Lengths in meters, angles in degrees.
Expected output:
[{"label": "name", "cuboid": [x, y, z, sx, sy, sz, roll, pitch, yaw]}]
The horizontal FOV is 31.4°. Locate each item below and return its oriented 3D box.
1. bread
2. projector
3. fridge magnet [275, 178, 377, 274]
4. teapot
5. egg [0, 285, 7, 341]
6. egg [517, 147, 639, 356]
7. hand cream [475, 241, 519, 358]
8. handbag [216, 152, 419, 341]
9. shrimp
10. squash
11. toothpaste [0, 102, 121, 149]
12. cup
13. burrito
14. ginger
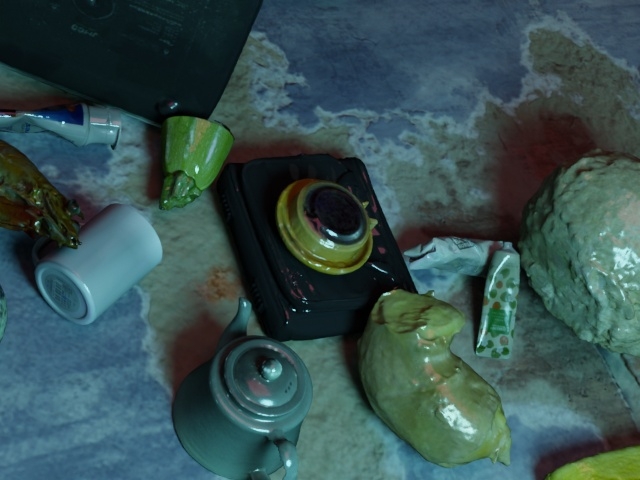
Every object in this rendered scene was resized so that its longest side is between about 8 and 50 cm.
[{"label": "bread", "cuboid": [0.410, 0.320, 1.512, 0.246, 0.102, 0.094, -7, 58, -30]}, {"label": "projector", "cuboid": [-0.263, -0.382, 1.495, 0.395, 0.405, 0.242, 22, 51, -9]}, {"label": "fridge magnet", "cuboid": [0.008, -0.022, 1.482, 0.143, 0.063, 0.143, 18, 52, -23]}, {"label": "teapot", "cuboid": [-0.074, 0.189, 1.348, 0.162, 0.149, 0.239, 0, 57, -26]}, {"label": "egg", "cuboid": [-0.426, 0.097, 1.261, 0.132, 0.132, 0.172, 36, 62, 3]}, {"label": "egg", "cuboid": [0.426, 0.016, 1.626, 0.279, 0.279, 0.310, -41, 98, -39]}, {"label": "hand cream", "cuboid": [0.254, 0.084, 1.610, 0.057, 0.037, 0.165, 9, 86, -19]}, {"label": "handbag", "cuboid": [0.000, 0.000, 1.562, 0.244, 0.088, 0.275, -4, 58, -32]}, {"label": "shrimp", "cuboid": [-0.394, -0.057, 1.385, 0.294, 0.062, 0.154, 26, 40, 29]}, {"label": "squash", "cuboid": [-0.178, -0.091, 1.547, 0.105, 0.105, 0.132, 16, 67, -14]}, {"label": "toothpaste", "cuboid": [-0.396, -0.156, 1.488, 0.266, 0.096, 0.061, 2, 97, -24]}, {"label": "cup", "cuboid": [-0.284, 0.030, 1.412, 0.133, 0.136, 0.099, -46, 117, -39]}, {"label": "burrito", "cuboid": [0.211, 0.024, 1.639, 0.203, 0.064, 0.064, 7, 54, -36]}, {"label": "ginger", "cuboid": [0.141, 0.188, 1.457, 0.267, 0.152, 0.138, 59, 25, -1]}]
